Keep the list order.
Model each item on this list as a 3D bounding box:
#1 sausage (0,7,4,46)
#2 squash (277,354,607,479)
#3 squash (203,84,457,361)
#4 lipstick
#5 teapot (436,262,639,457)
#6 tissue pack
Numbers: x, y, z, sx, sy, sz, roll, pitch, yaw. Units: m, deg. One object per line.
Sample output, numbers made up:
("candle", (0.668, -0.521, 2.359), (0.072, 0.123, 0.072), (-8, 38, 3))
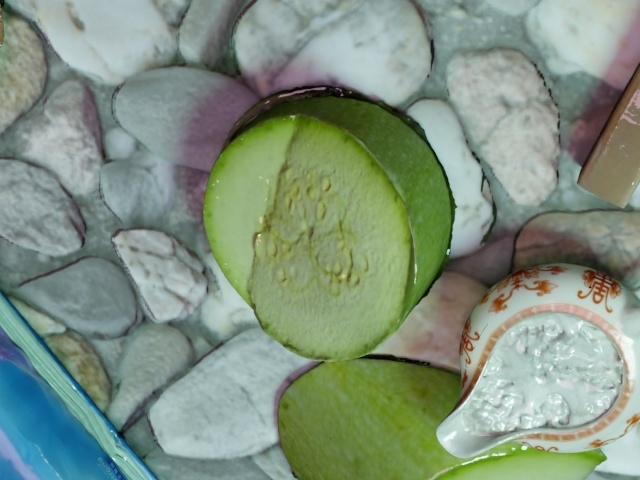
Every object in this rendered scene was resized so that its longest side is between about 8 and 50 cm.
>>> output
("sausage", (-0.329, -0.264, 1.192), (0.087, 0.079, 0.327), (-13, 109, 9))
("squash", (0.087, 0.189, 1.290), (0.204, 0.155, 0.237), (22, 121, -35))
("squash", (-0.006, -0.009, 1.182), (0.220, 0.133, 0.220), (8, 114, 19))
("lipstick", (0.250, -0.099, 1.112), (0.045, 0.045, 0.145), (27, 117, 3))
("teapot", (0.203, 0.088, 1.166), (0.245, 0.116, 0.159), (-43, 83, 28))
("tissue pack", (-0.308, 0.205, 1.337), (0.198, 0.146, 0.263), (-33, 99, 24))
